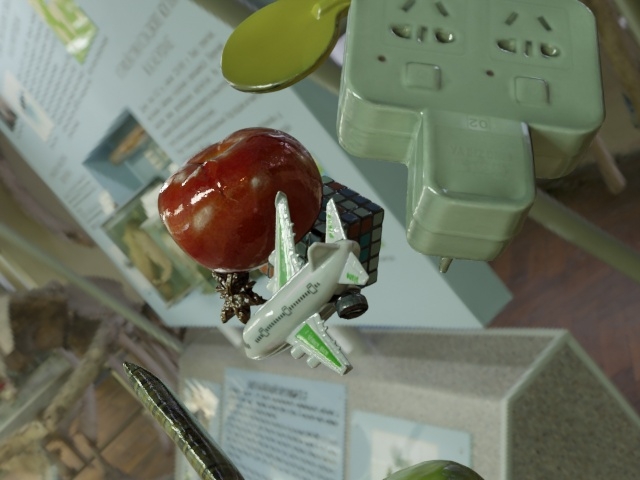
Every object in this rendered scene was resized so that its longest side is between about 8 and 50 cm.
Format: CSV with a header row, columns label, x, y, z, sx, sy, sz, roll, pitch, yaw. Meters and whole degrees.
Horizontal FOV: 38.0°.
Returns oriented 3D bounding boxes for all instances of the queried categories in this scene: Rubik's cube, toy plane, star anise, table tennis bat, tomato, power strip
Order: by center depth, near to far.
label,x,y,z,sx,sy,sz,roll,pitch,yaw
power strip,0.129,-0.102,0.844,0.141,0.230,0.261,100,176,-59
toy plane,-0.018,0.074,1.134,0.101,0.251,0.255,2,-38,-34
tomato,-0.135,-0.069,1.658,0.299,0.226,0.298,-30,18,11
table tennis bat,-0.018,-0.391,1.669,0.369,0.054,0.224,-33,49,1
star anise,-0.169,0.073,1.804,0.097,0.190,0.070,-16,-6,29
Rubik's cube,0.000,0.000,1.878,0.182,0.187,0.184,-22,39,-37

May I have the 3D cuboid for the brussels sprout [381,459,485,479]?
label,x,y,z,sx,sy,sz,roll,pitch,yaw
brussels sprout,0.146,0.493,1.461,0.328,0.247,0.328,-37,-14,-11

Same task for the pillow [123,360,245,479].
label,x,y,z,sx,sy,sz,roll,pitch,yaw
pillow,-0.158,0.229,1.096,0.038,0.203,0.113,-41,-24,-7
